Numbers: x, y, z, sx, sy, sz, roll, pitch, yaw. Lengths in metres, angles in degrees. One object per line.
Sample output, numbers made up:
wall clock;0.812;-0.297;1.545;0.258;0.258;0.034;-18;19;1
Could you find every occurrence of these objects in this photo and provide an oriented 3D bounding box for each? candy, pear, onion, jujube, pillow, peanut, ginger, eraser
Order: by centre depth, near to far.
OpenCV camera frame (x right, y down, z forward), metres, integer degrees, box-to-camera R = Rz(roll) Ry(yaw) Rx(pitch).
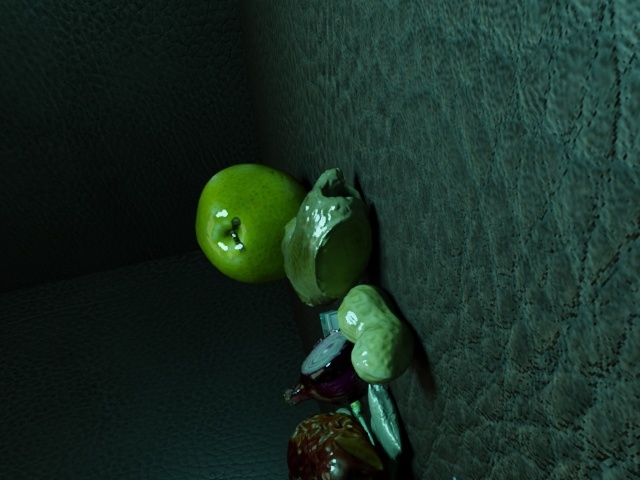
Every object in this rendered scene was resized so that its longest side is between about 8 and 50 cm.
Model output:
peanut;0.087;0.145;0.796;0.229;0.103;0.098;-115;2;-65
ginger;0.000;0.000;0.919;0.221;0.130;0.275;-136;51;-58
pillow;0.137;0.408;1.050;0.229;0.050;0.148;82;177;-49
jujube;0.037;0.475;1.062;0.342;0.216;0.216;123;134;-74
onion;0.019;0.314;1.141;0.140;0.218;0.195;52;171;-15
candy;0.102;0.467;1.368;0.262;0.073;0.077;60;-179;40
eraser;0.040;0.252;1.442;0.225;0.052;0.095;132;127;-80
pear;-0.180;-0.050;1.457;0.418;0.363;0.362;-22;-80;-71

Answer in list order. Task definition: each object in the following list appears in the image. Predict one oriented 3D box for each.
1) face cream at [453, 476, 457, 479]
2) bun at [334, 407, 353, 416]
face cream;0.195;0.400;0.567;0.274;0.096;0.154;23;-130;-84
bun;0.073;0.655;1.667;0.183;0.102;0.183;169;90;-84
